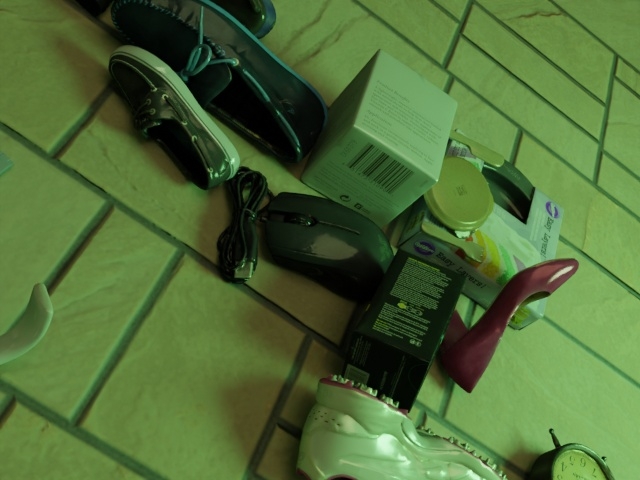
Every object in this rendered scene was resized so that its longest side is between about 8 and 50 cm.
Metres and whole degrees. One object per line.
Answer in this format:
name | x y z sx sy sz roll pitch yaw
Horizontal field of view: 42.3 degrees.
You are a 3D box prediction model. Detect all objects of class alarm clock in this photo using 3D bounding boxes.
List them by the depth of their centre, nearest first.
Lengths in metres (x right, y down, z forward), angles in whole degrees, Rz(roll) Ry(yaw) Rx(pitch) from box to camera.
alarm clock | 0.346 0.367 1.138 0.129 0.064 0.192 30 47 -16

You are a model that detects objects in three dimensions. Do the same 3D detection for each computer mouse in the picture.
computer mouse | 0.000 0.000 1.134 0.272 0.072 0.188 20 51 -23

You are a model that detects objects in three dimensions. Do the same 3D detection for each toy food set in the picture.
toy food set | 0.207 -0.067 1.255 0.132 0.038 0.192 26 63 -16

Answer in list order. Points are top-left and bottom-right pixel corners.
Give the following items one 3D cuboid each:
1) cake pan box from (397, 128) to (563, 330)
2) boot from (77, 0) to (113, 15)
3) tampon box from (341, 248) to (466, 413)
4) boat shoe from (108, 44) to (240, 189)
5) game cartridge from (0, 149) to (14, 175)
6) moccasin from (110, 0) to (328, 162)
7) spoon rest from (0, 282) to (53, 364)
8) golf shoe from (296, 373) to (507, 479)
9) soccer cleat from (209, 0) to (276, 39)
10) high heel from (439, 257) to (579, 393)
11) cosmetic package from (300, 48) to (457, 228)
cake pan box | 0.269 -0.024 1.337 0.246 0.070 0.266 37 48 -12
boot | -0.323 -0.383 1.181 0.121 0.045 0.099 45 49 -11
tampon box | 0.109 0.116 1.081 0.102 0.120 0.161 23 46 11
boat shoe | -0.208 -0.158 1.098 0.228 0.080 0.076 50 45 -7
game cartridge | -0.407 -0.101 0.961 0.083 0.017 0.056 41 44 -5
moccasin | -0.137 -0.232 1.149 0.342 0.138 0.116 29 54 -15
spoon rest | -0.405 0.088 0.791 0.276 0.084 0.137 1 29 -29
golf shoe | 0.100 0.284 1.014 0.306 0.115 0.140 32 74 -18
soccer cleat | -0.185 -0.419 1.287 0.289 0.093 0.121 44 16 4
high heel | 0.280 0.116 1.179 0.244 0.082 0.117 -25 67 -8
cosmetic package | 0.089 -0.150 1.237 0.151 0.151 0.183 32 49 -14
